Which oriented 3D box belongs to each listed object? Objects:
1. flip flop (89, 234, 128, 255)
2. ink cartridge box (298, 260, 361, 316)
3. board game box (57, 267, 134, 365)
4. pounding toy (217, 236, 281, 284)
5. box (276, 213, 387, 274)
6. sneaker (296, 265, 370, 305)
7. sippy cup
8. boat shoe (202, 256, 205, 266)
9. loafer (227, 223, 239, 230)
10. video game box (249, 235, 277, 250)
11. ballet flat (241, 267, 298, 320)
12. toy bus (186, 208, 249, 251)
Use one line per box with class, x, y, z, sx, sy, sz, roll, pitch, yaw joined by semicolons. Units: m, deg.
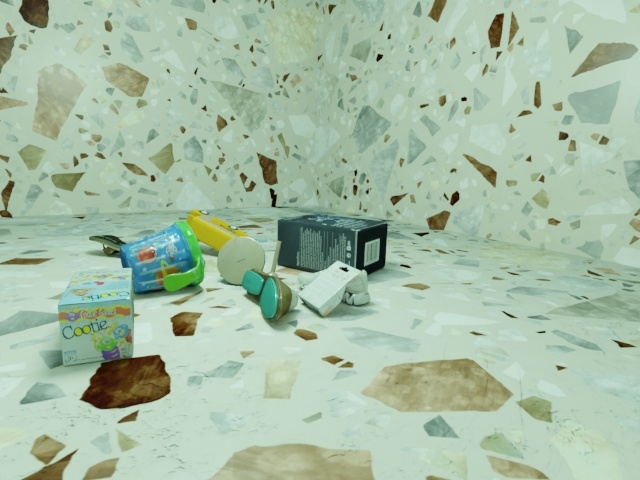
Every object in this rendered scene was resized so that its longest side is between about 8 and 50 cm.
flip flop;-0.931;0.036;1.820;0.277;0.080;0.112;20;9;9
ink cartridge box;0.032;0.148;1.271;0.179;0.045;0.145;-37;26;-18
board game box;-0.543;0.174;0.997;0.144;0.142;0.275;-2;12;-24
pounding toy;-0.262;0.087;1.523;0.237;0.183;0.110;4;-15;7
box;0.051;0.014;1.752;0.395;0.212;0.293;8;13;32
sneaker;0.043;0.134;1.387;0.292;0.118;0.110;8;14;35
sippy cup;-0.549;0.071;1.375;0.224;0.240;0.305;-17;-4;-32
boat shoe;-0.548;0.072;1.617;0.302;0.109;0.094;8;10;39
loafer;-0.607;-0.053;2.219;0.319;0.112;0.111;0;20;-7
video game box;-0.283;0.014;2.106;0.205;0.048;0.187;-3;10;-21
ballet flat;-0.144;0.169;1.256;0.124;0.116;0.342;18;-1;-28
toy bus;-0.502;-0.035;1.907;0.332;0.108;0.130;26;19;15
